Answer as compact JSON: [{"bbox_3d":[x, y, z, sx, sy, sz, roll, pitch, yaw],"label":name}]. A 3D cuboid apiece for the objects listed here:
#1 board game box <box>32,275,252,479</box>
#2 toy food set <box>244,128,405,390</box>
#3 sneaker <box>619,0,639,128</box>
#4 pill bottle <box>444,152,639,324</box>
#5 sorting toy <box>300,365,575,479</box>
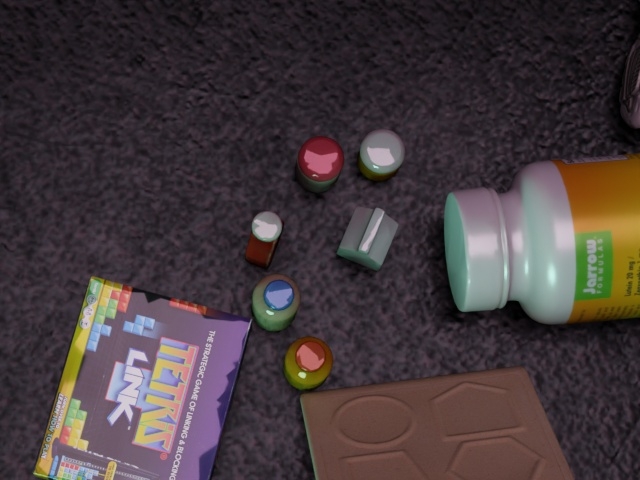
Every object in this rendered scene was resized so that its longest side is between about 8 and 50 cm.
[{"bbox_3d":[-0.145,0.129,1.205,0.141,0.048,0.170,14,80,0],"label":"board game box"},{"bbox_3d":[0.000,0.000,1.207,0.111,0.104,0.232,24,80,1],"label":"toy food set"},{"bbox_3d":[0.339,-0.200,1.282,0.115,0.090,0.232,13,89,-8],"label":"sneaker"},{"bbox_3d":[0.232,-0.002,1.206,0.246,0.136,0.136,-5,81,-4],"label":"pill bottle"},{"bbox_3d":[0.090,0.169,1.149,0.193,0.208,0.038,-7,116,-5],"label":"sorting toy"}]
